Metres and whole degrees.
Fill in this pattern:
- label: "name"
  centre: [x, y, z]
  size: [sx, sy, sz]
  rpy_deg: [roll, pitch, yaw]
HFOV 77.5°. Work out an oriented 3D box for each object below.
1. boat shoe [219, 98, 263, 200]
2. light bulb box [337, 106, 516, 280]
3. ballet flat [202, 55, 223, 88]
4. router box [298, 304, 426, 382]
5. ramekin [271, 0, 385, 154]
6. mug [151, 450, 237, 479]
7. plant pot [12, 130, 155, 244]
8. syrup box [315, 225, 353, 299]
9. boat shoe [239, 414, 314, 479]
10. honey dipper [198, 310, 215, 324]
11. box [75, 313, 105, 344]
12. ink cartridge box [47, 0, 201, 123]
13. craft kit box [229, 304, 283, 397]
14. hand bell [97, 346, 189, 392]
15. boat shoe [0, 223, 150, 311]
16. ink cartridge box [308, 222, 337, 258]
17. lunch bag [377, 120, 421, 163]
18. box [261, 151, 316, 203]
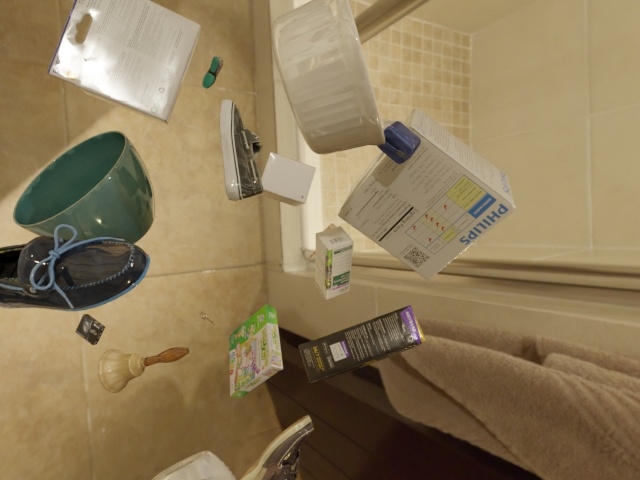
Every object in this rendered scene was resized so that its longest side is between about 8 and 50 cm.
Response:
- label: "boat shoe"
  centre: [-0.229, -0.265, 1.170]
  size: [0.119, 0.121, 0.334]
  rpy_deg: [-6, 71, -11]
- label: "light bulb box"
  centre: [0.312, -0.135, 1.216]
  size: [0.361, 0.358, 0.225]
  rpy_deg: [36, 37, -6]
- label: "ballet flat"
  centre: [-0.342, -0.538, 1.283]
  size: [0.041, 0.114, 0.041]
  rpy_deg: [25, 39, -22]
- label: "router box"
  centre: [0.100, 0.246, 0.923]
  size: [0.243, 0.309, 0.080]
  rpy_deg: [-20, 71, 1]
- label: "ramekin"
  centre: [0.017, -0.292, 0.726]
  size: [0.135, 0.277, 0.276]
  rpy_deg: [-15, 101, 11]
- label: "mug"
  centre: [-0.305, 0.761, 1.066]
  size: [0.277, 0.374, 0.327]
  rpy_deg: [-14, 72, -41]
- label: "plant pot"
  centre: [-0.511, -0.087, 0.939]
  size: [0.290, 0.291, 0.195]
  rpy_deg: [-54, 139, -21]
- label: "syrup box"
  centre: [0.042, 0.078, 1.322]
  size: [0.093, 0.096, 0.236]
  rpy_deg: [-17, 133, -20]
- label: "boat shoe"
  centre: [-0.092, 0.515, 0.903]
  size: [0.285, 0.092, 0.103]
  rpy_deg: [-53, 153, 15]
- label: "honey dipper"
  centre: [-0.523, 0.367, 1.855]
  size: [0.030, 0.031, 0.160]
  rpy_deg: [-56, 161, -20]
- label: "box"
  centre: [-0.737, 0.285, 1.278]
  size: [0.067, 0.083, 0.018]
  rpy_deg: [-62, 164, 5]
- label: "ink cartridge box"
  centre: [-0.570, -0.562, 1.191]
  size: [0.331, 0.071, 0.323]
  rpy_deg: [20, 86, -16]
- label: "craft kit box"
  centre: [-0.243, 0.401, 1.450]
  size: [0.061, 0.247, 0.249]
  rpy_deg: [29, 33, -37]
- label: "hand bell"
  centre: [-0.486, 0.345, 1.140]
  size: [0.242, 0.126, 0.126]
  rpy_deg: [-16, 101, 9]
- label: "boat shoe"
  centre: [-0.359, 0.043, 0.520]
  size: [0.089, 0.259, 0.108]
  rpy_deg: [70, 10, -49]
- label: "ink cartridge box"
  centre: [0.000, 0.000, 1.767]
  size: [0.179, 0.145, 0.045]
  rpy_deg: [-44, 92, 7]
- label: "lunch bag"
  centre: [0.186, -0.241, 0.977]
  size: [0.098, 0.067, 0.065]
  rpy_deg: [40, 47, 5]
- label: "box"
  centre: [-0.167, -0.275, 1.875]
  size: [0.215, 0.345, 0.168]
  rpy_deg: [18, 89, -10]
